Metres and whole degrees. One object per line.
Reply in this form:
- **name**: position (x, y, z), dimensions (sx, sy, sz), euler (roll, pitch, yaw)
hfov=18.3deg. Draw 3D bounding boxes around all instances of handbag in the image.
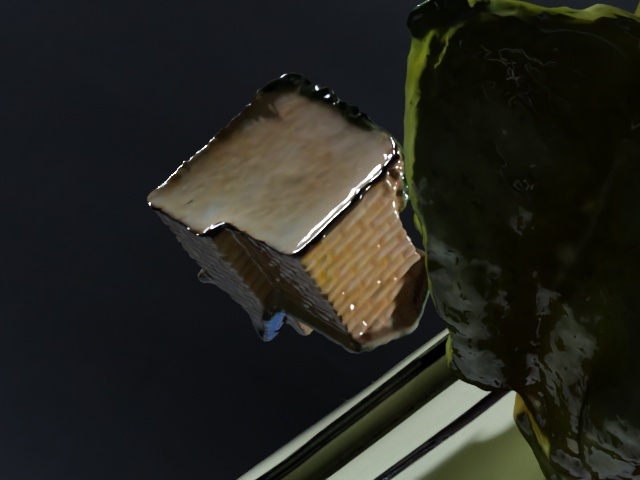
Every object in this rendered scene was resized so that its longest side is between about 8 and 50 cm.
- **handbag**: position (0.076, 0.138, 1.123), dimensions (0.358, 0.237, 0.160), euler (-33, 93, -27)

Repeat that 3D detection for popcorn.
- **popcorn**: position (0.168, 0.007, 0.864), dimensions (0.325, 0.321, 0.290), euler (28, 45, -37)

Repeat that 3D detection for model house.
- **model house**: position (0.000, 0.000, 1.554), dimensions (0.166, 0.172, 0.183), euler (-43, 41, -17)
